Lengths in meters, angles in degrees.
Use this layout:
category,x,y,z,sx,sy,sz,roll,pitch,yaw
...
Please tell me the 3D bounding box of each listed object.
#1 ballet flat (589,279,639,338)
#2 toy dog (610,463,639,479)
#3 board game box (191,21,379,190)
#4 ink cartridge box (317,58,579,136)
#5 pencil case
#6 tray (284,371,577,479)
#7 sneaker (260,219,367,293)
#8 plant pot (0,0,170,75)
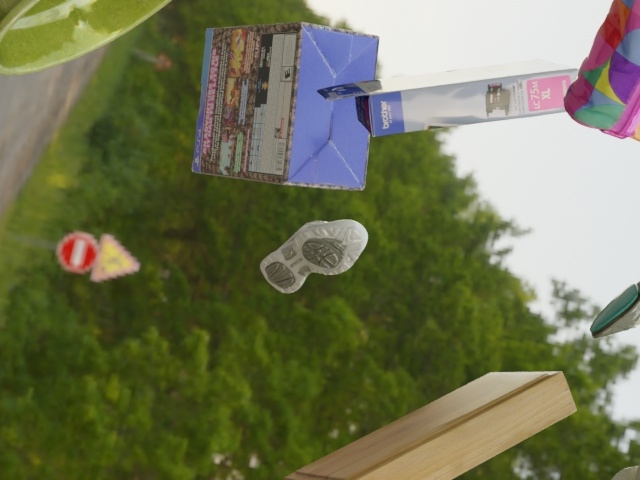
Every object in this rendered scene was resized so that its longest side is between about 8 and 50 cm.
category,x,y,z,sx,sy,sz,roll,pitch,yaw
ballet flat,0.471,0.075,1.768,0.213,0.068,0.072,-53,-177,22
toy dog,0.485,0.405,1.336,0.395,0.284,0.408,80,5,-51
board game box,-0.059,-0.203,1.905,0.291,0.141,0.232,12,-83,56
ink cartridge box,0.156,-0.181,1.588,0.186,0.311,0.065,-111,-164,-78
pencil case,0.311,-0.203,1.149,0.104,0.104,0.236,-89,-163,-56
tray,0.167,0.309,1.908,0.203,0.410,0.076,-13,-82,64
sneaker,0.000,0.000,1.989,0.232,0.090,0.115,-22,-157,48
plant pot,-0.297,-0.357,1.341,0.276,0.254,0.276,-32,178,-1
